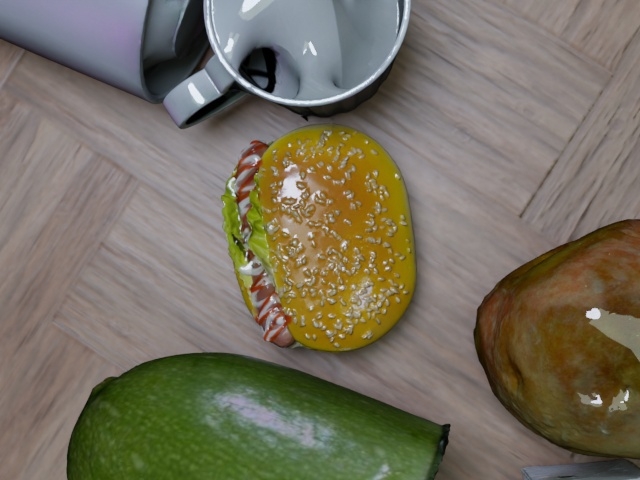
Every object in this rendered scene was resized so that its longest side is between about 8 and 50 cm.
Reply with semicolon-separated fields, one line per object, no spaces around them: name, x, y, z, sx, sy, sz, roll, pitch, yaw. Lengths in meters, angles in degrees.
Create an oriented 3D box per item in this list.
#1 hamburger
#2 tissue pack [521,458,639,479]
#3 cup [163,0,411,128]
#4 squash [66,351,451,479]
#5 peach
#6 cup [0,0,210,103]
hamburger;0.000;0.000;1.077;0.173;0.116;0.210;-9;90;1
tissue pack;0.247;0.284;1.070;0.106;0.099;0.149;-4;90;1
cup;-0.031;-0.189;1.034;0.221;0.202;0.167;-5;90;4
squash;-0.086;0.232;0.995;0.308;0.310;0.310;25;92;5
peach;0.239;0.090;1.018;0.235;0.214;0.214;-7;90;39
cup;-0.247;-0.293;1.028;0.371;0.253;0.253;21;91;7
